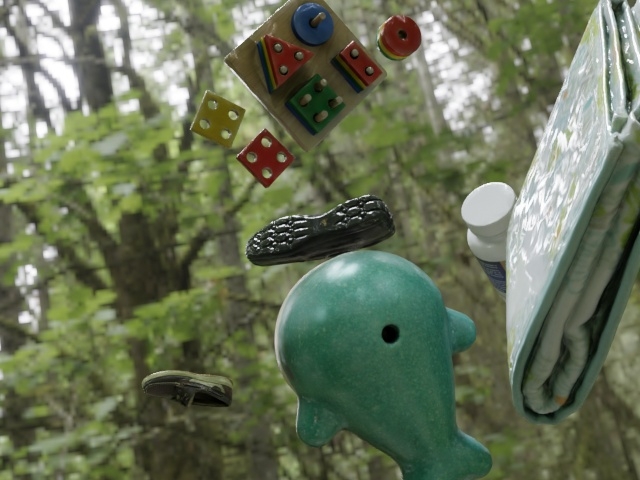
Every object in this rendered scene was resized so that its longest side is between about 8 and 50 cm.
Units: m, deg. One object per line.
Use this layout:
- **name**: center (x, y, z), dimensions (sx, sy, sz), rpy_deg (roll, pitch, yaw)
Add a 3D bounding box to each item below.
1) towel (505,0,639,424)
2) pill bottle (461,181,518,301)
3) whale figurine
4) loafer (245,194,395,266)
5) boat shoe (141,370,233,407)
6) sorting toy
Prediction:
- **towel**: center (0.281, -0.039, 1.383), dimensions (0.090, 0.320, 0.374), rpy_deg (16, -54, -2)
- **pill bottle**: center (0.284, 0.004, 1.965), dimensions (0.112, 0.112, 0.187), rpy_deg (-19, -46, 19)
- **whale figurine**: center (0.074, 0.138, 1.297), dimensions (0.216, 0.272, 0.141), rpy_deg (-30, 1, -17)
- **loafer**: center (0.000, 0.000, 1.900), dimensions (0.223, 0.076, 0.078), rpy_deg (-16, -42, 16)
- **boat shoe**: center (-0.217, 0.248, 2.162), dimensions (0.152, 0.049, 0.056), rpy_deg (3, -41, -14)
- **sorting toy**: center (-0.014, -0.181, 1.381), dimensions (0.274, 0.132, 0.046), rpy_deg (-45, 8, -22)
